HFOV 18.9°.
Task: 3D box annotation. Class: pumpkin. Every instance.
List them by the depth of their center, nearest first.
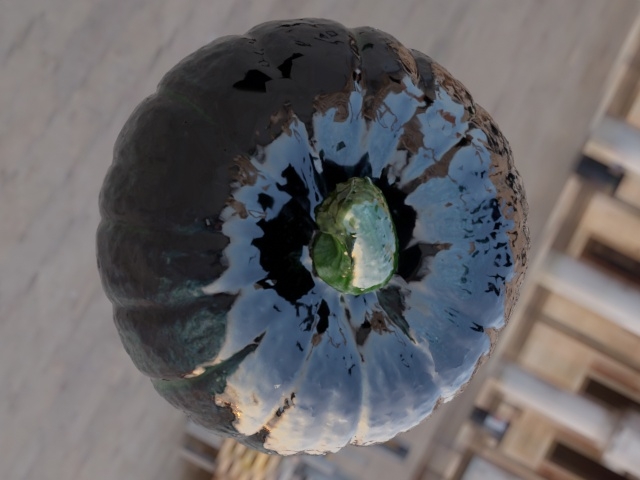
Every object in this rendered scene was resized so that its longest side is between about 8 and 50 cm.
[{"bbox_3d":[0.000,0.000,1.056,0.248,0.248,0.248,-60,170,-17],"label":"pumpkin"}]
